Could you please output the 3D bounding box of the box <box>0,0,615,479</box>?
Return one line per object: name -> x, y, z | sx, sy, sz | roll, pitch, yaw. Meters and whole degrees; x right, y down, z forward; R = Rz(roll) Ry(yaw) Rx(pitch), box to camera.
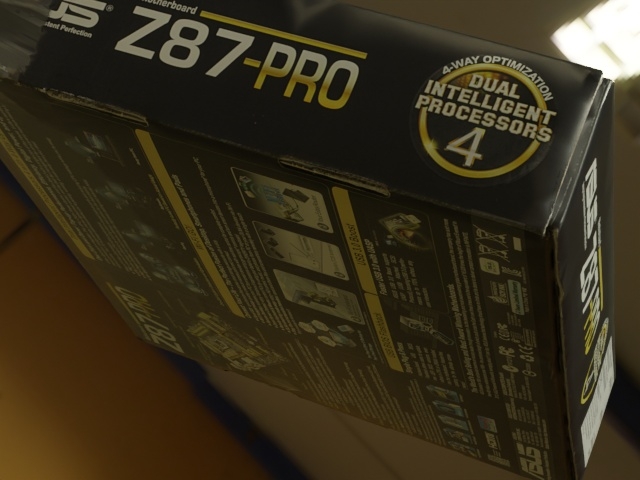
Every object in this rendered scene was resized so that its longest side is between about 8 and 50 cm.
box -> 0.000, 0.000, 0.916 | 0.318, 0.097, 0.395 | 15, -20, 17
